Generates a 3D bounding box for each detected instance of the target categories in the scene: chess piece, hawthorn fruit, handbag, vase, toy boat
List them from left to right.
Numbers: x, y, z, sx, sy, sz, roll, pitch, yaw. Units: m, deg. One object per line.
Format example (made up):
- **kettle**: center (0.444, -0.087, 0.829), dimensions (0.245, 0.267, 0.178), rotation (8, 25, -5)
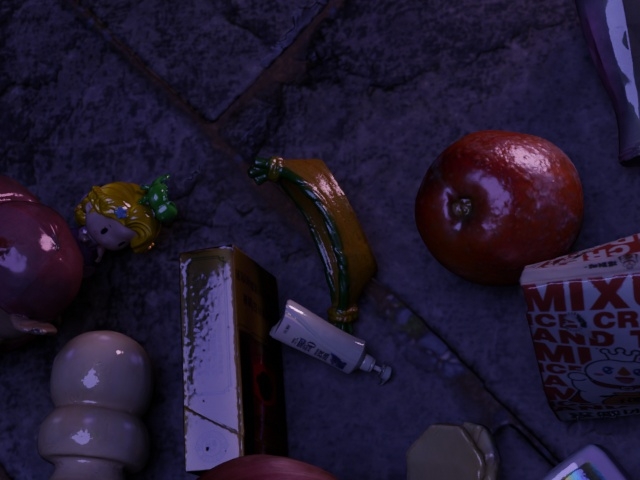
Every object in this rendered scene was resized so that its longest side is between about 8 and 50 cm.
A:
- **chess piece**: center (-0.249, 0.248, 1.389), dimensions (0.167, 0.167, 0.299), rotation (-1, 67, 17)
- **toy boat**: center (0.000, 0.000, 1.404), dimensions (0.088, 0.089, 0.229), rotation (-27, 91, -10)
- **hawthorn fruit**: center (0.183, -0.036, 1.320), dimensions (0.173, 0.173, 0.172), rotation (-5, 73, 16)
- **handbag**: center (0.278, 0.078, 1.188), dimensions (0.171, 0.298, 0.151), rotation (-8, 72, 15)
- **vase**: center (0.336, -0.187, 1.371), dimensions (0.086, 0.086, 0.214), rotation (-11, 76, 14)

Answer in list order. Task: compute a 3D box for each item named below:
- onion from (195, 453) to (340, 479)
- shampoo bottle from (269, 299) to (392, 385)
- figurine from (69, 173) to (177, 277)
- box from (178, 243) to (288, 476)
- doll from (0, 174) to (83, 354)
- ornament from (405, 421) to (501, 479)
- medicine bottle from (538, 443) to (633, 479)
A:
- **onion**: center (-0.048, 0.374, 1.185), dimensions (0.354, 0.353, 0.353), rotation (-5, 73, 16)
- **shampoo bottle**: center (0.016, 0.115, 1.376), dimensions (0.141, 0.034, 0.049), rotation (27, 114, -5)
- **figurine**: center (-0.239, -0.038, 1.500), dimensions (0.156, 0.095, 0.115), rotation (-33, 45, 25)
- **box**: center (-0.093, 0.139, 1.362), dimensions (0.071, 0.159, 0.240), rotation (-8, 71, 13)
- **doll**: center (-0.362, 0.036, 1.422), dimensions (0.152, 0.256, 0.196), rotation (-32, 88, -33)
- **ornament**: center (0.144, 0.299, 1.272), dimensions (0.180, 0.059, 0.201), rotation (-57, 43, 28)
- **medicine bottle**: center (0.295, 0.315, 1.232), dimensions (0.115, 0.078, 0.219), rotation (-41, 66, 11)
